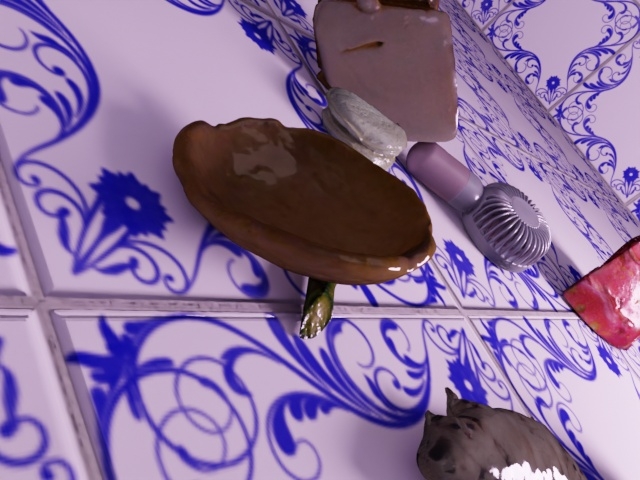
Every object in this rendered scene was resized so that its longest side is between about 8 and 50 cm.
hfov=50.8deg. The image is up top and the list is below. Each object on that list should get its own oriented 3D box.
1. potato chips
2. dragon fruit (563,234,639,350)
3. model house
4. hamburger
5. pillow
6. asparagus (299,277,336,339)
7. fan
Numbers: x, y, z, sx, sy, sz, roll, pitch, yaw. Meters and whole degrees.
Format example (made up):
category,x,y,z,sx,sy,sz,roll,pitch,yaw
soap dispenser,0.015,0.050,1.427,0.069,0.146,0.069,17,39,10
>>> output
category,x,y,z,sx,sy,sz,roll,pitch,yaw
potato chips,-0.016,-0.025,0.523,0.208,0.062,0.195,13,34,-11
dragon fruit,0.517,0.087,1.139,0.262,0.163,0.189,-9,88,-60
model house,0.088,-0.267,0.945,0.199,0.219,0.229,0,30,-1
hamburger,0.046,-0.132,0.811,0.121,0.054,0.084,42,30,-6
pillow,0.151,0.171,0.546,0.241,0.051,0.093,25,39,-37
asparagus,-0.001,0.000,0.580,0.034,0.027,0.236,46,24,-28
fan,0.220,-0.054,0.950,0.244,0.074,0.130,37,39,-10
